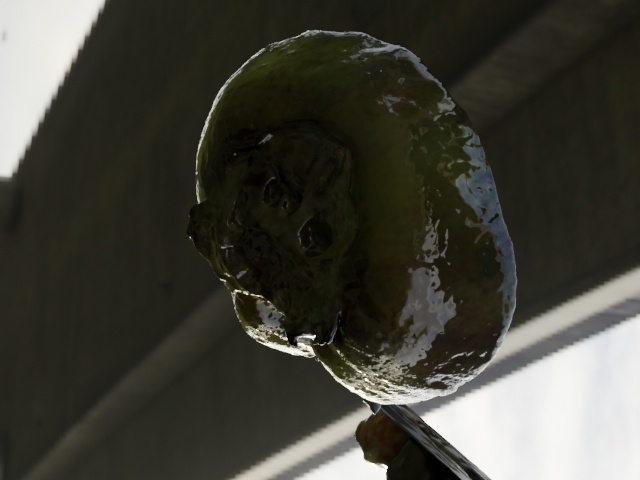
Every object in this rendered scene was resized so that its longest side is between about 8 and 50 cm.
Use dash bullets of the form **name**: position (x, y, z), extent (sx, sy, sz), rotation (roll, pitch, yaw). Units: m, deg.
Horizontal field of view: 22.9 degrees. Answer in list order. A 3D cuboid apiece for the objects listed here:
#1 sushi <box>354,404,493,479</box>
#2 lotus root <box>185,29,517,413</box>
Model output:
- **sushi**: position (0.112, 0.220, 1.224), extent (0.069, 0.339, 0.320), rotation (-49, 174, 0)
- **lotus root**: position (-0.001, -0.004, 0.800), extent (0.183, 0.078, 0.203), rotation (-16, -88, 45)
